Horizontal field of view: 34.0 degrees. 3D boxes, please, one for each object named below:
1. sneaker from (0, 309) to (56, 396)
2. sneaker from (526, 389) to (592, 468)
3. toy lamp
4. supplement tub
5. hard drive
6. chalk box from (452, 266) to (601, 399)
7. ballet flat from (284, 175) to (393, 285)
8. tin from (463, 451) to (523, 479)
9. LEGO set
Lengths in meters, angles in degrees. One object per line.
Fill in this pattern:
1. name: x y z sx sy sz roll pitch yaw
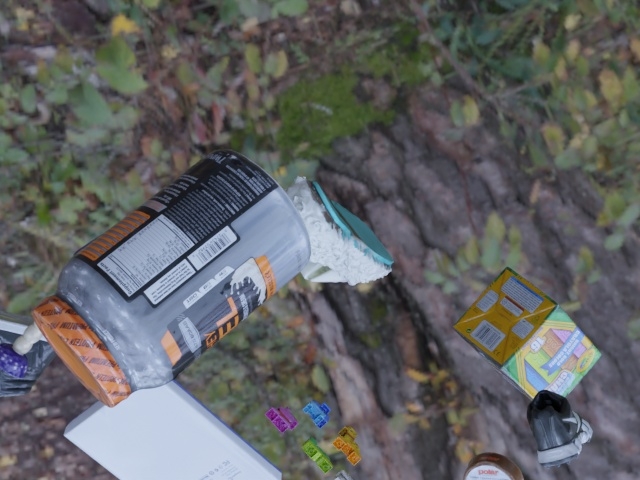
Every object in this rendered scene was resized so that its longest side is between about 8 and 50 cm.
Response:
1. sneaker: -0.589 0.188 1.807 0.296 0.105 0.146 24 92 -42
2. sneaker: 0.377 0.283 1.663 0.078 0.106 0.234 -20 175 19
3. toy lamp: -0.419 0.101 1.696 0.274 0.080 0.080 -49 151 2
4. supplement tub: -0.182 0.047 1.289 0.316 0.193 0.193 -40 163 -21
5. hard drive: -0.252 0.368 1.809 0.210 0.040 0.319 -37 113 20
6. chalk box: 0.453 0.227 2.216 0.179 0.180 0.289 -48 131 0
7. ballet flat: 0.000 0.000 1.666 0.147 0.146 0.409 -23 161 12
8. tin: 0.316 0.471 1.884 0.106 0.189 0.040 -3 -160 23
9. LEGO set: 0.016 0.364 1.924 0.087 0.227 0.093 -44 176 12
